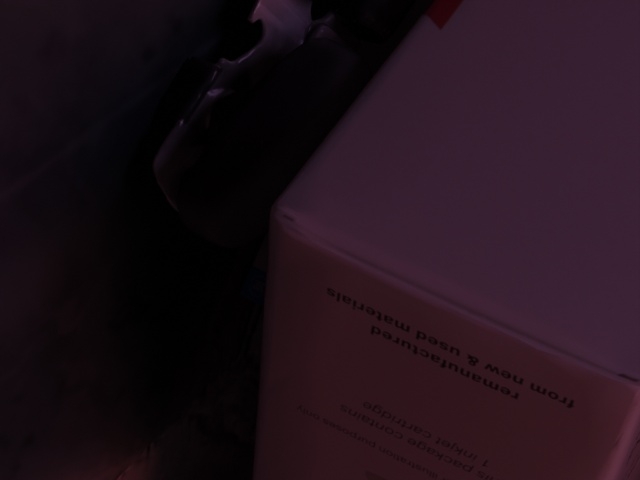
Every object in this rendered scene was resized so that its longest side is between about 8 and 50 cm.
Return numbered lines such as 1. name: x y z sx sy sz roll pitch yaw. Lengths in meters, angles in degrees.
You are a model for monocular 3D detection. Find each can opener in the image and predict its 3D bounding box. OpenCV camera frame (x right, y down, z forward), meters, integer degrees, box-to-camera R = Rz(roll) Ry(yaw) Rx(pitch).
1. can opener: 0.024 -0.116 0.731 0.280 0.093 0.074 -59 139 -6

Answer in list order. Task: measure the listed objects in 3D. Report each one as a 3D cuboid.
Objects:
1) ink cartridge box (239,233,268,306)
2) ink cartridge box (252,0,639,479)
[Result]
1. ink cartridge box: 0.000 0.000 0.831 0.028 0.048 0.083 18 96 -62
2. ink cartridge box: 0.096 0.056 0.816 0.279 0.160 0.384 -55 163 -37
